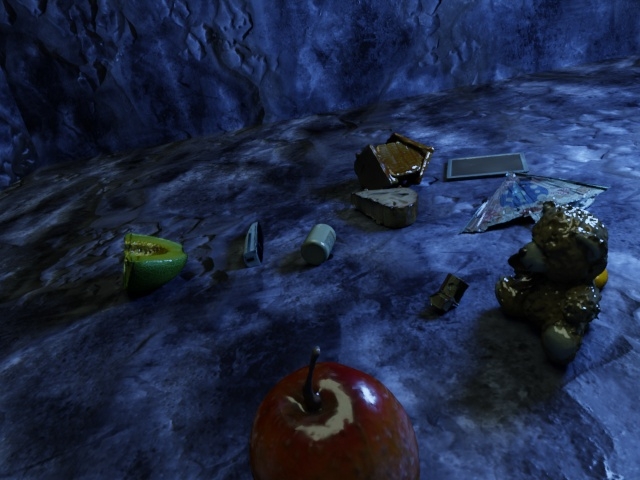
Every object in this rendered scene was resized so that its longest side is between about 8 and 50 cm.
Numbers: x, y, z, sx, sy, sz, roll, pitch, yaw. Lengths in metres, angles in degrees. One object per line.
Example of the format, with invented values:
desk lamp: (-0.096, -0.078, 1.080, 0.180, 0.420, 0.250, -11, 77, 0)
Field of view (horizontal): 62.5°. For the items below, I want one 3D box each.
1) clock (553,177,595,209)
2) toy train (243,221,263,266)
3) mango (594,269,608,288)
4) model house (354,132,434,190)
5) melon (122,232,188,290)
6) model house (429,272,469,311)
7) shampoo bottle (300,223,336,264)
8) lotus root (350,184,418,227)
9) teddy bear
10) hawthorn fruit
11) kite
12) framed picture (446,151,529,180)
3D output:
clock: (0.667, -0.139, 1.533, 0.236, 0.053, 0.236, -10, 26, 5)
toy train: (-0.206, 0.002, 1.618, 0.048, 0.055, 0.252, -20, 24, 4)
mango: (0.582, 0.072, 1.132, 0.060, 0.046, 0.089, -9, 37, 11)
model house: (0.264, -0.262, 1.855, 0.229, 0.220, 0.199, -13, -17, -16)
melon: (-0.475, 0.076, 1.513, 0.169, 0.129, 0.265, 3, 15, -23)
model house: (0.275, 0.114, 1.155, 0.058, 0.057, 0.083, 32, 93, 51)
shampoo bottle: (0.000, 0.000, 1.496, 0.079, 0.079, 0.162, -4, 26, 17)
lotus root: (0.219, -0.116, 1.658, 0.170, 0.075, 0.260, -17, 24, -14)
teddy bear: (0.442, 0.060, 0.972, 0.156, 0.256, 0.267, -9, 25, -6)
hawthorn fruit: (0.009, 0.279, 0.734, 0.235, 0.263, 0.231, -31, -6, 22)
kite: (0.574, -0.095, 1.449, 0.405, 0.014, 0.368, -17, 36, 11)
framed picture: (0.589, -0.264, 1.875, 0.274, 0.017, 0.217, -3, 26, 19)
